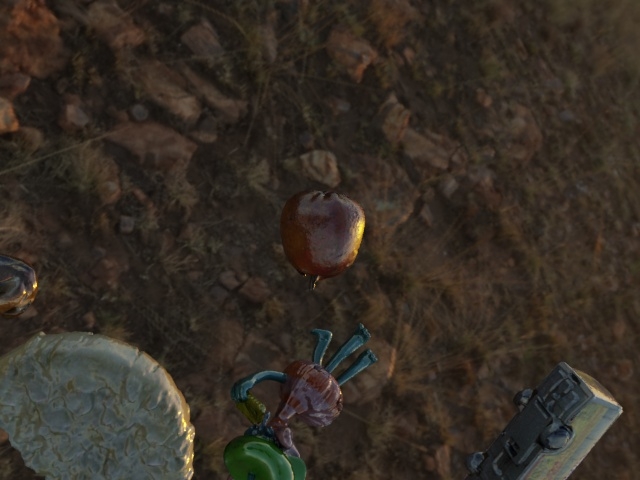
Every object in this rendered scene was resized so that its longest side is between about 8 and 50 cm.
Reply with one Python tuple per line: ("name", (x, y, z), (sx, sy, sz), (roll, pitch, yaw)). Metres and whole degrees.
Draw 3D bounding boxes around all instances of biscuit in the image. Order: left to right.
("biscuit", (-0.240, 0.218, 0.811), (0.281, 0.179, 0.084), (56, -4, -12))

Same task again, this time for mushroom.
("mushroom", (-0.354, 0.039, 0.643), (0.187, 0.061, 0.060), (1, 69, -2))

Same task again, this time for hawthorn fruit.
("hawthorn fruit", (0.002, -0.006, 0.581), (0.077, 0.077, 0.077), (24, 54, -38))

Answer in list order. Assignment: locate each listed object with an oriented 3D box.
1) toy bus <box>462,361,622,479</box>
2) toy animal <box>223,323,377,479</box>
("toy bus", (0.295, 0.296, 0.978), (0.106, 0.268, 0.092), (23, 19, -26))
("toy animal", (-0.026, 0.152, 0.681), (0.103, 0.100, 0.208), (47, 45, -2))
